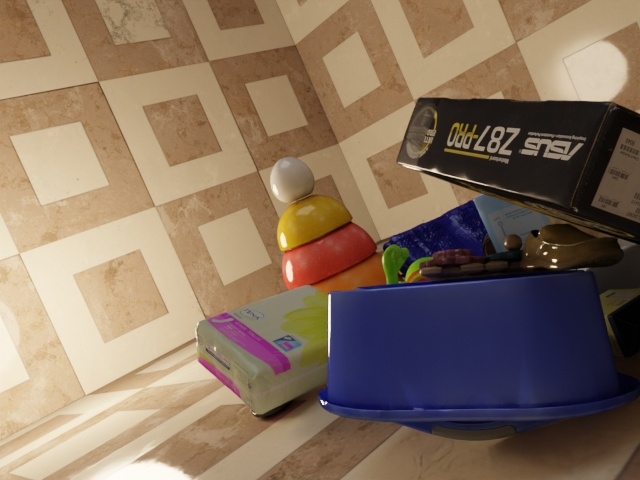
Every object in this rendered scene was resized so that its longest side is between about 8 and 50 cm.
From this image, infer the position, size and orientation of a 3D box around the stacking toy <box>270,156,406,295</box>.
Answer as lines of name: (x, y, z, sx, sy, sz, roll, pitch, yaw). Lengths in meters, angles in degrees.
stacking toy: (0.000, 0.000, 1.666, 0.351, 0.479, 0.350, -23, 2, 1)

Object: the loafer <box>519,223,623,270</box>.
loafer: (0.254, 0.006, 0.651, 0.056, 0.050, 0.148, -4, -4, -15)

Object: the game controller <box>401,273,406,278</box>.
game controller: (0.313, 0.084, 1.751, 0.167, 0.067, 0.319, -24, 2, -7)

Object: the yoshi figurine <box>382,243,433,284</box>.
yoshi figurine: (0.206, 0.100, 1.177, 0.203, 0.203, 0.362, -8, -1, -3)

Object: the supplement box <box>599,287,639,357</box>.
supplement box: (0.374, 0.102, 0.788, 0.083, 0.056, 0.083, -25, 2, -21)

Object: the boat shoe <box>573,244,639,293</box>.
boat shoe: (0.391, 0.069, 0.917, 0.258, 0.095, 0.084, -22, 7, 13)

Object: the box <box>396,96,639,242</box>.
box: (0.322, -0.049, 0.658, 0.395, 0.097, 0.318, 15, 10, -22)

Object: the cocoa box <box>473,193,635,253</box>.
cocoa box: (0.481, -0.051, 1.035, 0.347, 0.231, 0.228, -23, 2, 37)

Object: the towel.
towel: (0.340, 0.010, 1.584, 0.308, 0.076, 0.227, -26, 46, -21)

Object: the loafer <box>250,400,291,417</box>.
loafer: (-0.102, 0.277, 1.260, 0.096, 0.084, 0.267, -22, 2, 4)

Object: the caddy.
caddy: (0.162, 0.131, 0.691, 0.342, 0.179, 0.241, -6, -3, 19)

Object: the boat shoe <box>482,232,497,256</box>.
boat shoe: (0.473, 0.004, 1.364, 0.123, 0.123, 0.342, -24, 8, -33)

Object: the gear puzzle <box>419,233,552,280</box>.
gear puzzle: (0.251, 0.036, 0.901, 0.176, 0.044, 0.339, -6, -9, 17)

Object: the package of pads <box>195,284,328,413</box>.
package of pads: (-0.068, 0.196, 1.209, 0.297, 0.101, 0.229, -16, 27, -36)
